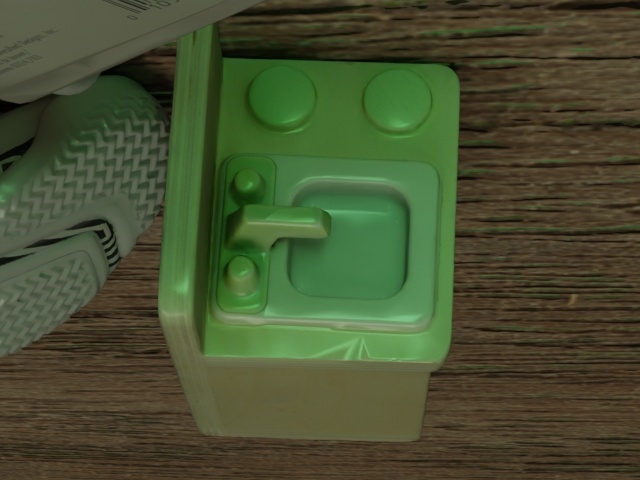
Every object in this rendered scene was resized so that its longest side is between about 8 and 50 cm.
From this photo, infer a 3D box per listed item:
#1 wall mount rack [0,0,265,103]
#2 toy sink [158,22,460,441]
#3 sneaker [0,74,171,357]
[{"bbox_3d":[-0.122,-0.145,0.584,0.350,0.130,0.304,-16,157,42],"label":"wall mount rack"},{"bbox_3d":[0.000,0.000,0.951,0.131,0.153,0.234,2,161,2],"label":"toy sink"},{"bbox_3d":[-0.261,-0.012,0.991,0.366,0.210,0.137,-36,155,5],"label":"sneaker"}]
